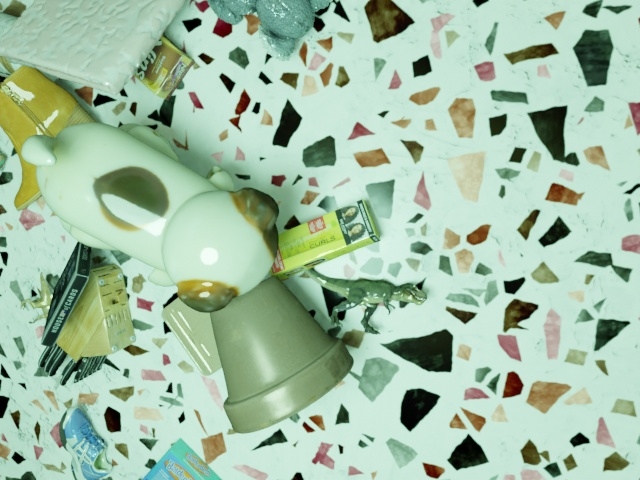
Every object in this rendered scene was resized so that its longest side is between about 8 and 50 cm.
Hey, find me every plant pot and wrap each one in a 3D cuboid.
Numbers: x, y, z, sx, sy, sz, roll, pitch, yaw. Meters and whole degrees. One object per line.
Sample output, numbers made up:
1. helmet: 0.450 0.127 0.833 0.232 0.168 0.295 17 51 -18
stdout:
1. plant pot: -0.100 0.201 0.802 0.263 0.263 0.229 -28 87 14

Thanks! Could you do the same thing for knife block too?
1. knife block: -0.592 0.209 1.000 0.242 0.088 0.275 -7 95 13

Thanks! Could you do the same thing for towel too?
1. towel: -0.446 -0.460 0.831 0.317 0.053 0.331 19 73 17

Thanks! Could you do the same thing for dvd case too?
1. dvd case: -0.567 0.097 0.924 0.030 0.239 0.179 25 101 -34

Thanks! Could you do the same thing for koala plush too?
1. koala plush: -0.101 -0.469 0.772 0.221 0.203 0.196 43 104 -7

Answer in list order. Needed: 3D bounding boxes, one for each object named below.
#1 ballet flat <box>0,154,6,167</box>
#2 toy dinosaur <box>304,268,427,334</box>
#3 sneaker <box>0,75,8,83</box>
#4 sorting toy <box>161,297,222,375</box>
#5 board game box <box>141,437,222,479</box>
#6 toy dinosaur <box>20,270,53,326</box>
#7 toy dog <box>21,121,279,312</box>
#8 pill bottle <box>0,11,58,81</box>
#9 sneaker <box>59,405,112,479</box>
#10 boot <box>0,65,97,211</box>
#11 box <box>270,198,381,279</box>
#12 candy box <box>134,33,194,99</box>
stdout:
1. ballet flat: -0.874 -0.256 1.034 0.067 0.073 0.206 -44 88 -14
2. toy dinosaur: 0.080 0.128 0.851 0.269 0.064 0.118 9 80 14
3. sneaker: -0.746 -0.325 0.978 0.235 0.084 0.097 30 103 8
4. sorting toy: -0.238 0.183 0.946 0.208 0.038 0.193 -36 87 10
5. board game box: -0.364 0.623 1.015 0.160 0.047 0.210 43 104 6
6. toy dinosaur: -0.706 0.161 1.047 0.093 0.053 0.183 -8 105 1
7. toy dog: -0.259 -0.054 0.744 0.408 0.395 0.284 29 74 13
8. pill bottle: -0.725 -0.450 0.934 0.230 0.131 0.131 20 100 10
9. sneaker: -0.598 0.519 1.049 0.081 0.080 0.211 -10 104 8
10. boot: -0.666 -0.229 0.917 0.295 0.104 0.211 -46 119 4
11. box: 0.000 0.000 0.845 0.233 0.058 0.087 -21 71 15
12. candy box: -0.384 -0.416 0.901 0.187 0.053 0.109 42 103 4
